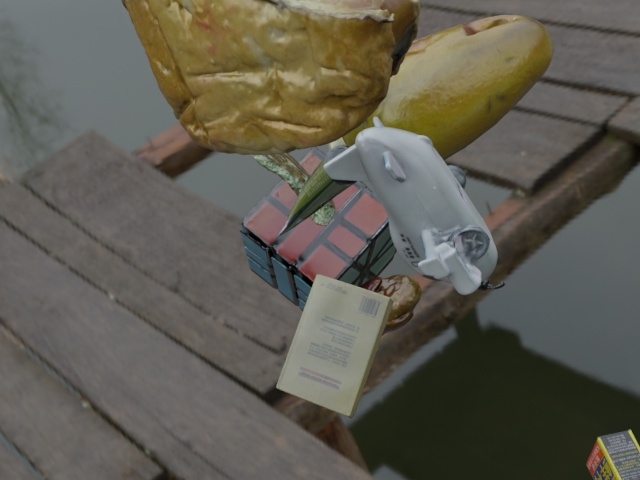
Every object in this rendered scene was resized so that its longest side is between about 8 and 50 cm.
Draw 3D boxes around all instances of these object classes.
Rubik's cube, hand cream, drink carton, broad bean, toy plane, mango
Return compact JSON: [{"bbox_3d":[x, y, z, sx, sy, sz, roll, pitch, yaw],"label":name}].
[{"bbox_3d":[0.000,0.000,2.537,0.283,0.288,0.293,41,73,16],"label":"Rubik's cube"},{"bbox_3d":[-0.002,-0.071,1.467,0.086,0.055,0.235,-59,8,-28],"label":"hand cream"},{"bbox_3d":[0.395,0.326,1.299,0.056,0.071,0.165,-12,50,-10],"label":"drink carton"},{"bbox_3d":[0.124,0.152,2.300,0.228,0.122,0.156,-37,3,40],"label":"broad bean"},{"bbox_3d":[0.127,-0.039,1.290,0.123,0.267,0.267,-34,27,17],"label":"toy plane"},{"bbox_3d":[0.202,-0.236,1.661,0.365,0.182,0.253,-25,18,7],"label":"mango"}]

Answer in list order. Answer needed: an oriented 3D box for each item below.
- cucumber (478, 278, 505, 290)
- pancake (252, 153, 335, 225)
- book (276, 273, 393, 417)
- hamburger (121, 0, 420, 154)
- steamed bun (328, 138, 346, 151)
[{"bbox_3d":[0.180,0.031,1.427,0.163,0.039,0.043,38,107,29],"label":"cucumber"},{"bbox_3d":[-0.098,-0.150,2.040,0.376,0.197,0.054,43,101,34],"label":"pancake"},{"bbox_3d":[0.027,0.193,1.929,0.161,0.026,0.230,18,85,23],"label":"book"},{"bbox_3d":[-0.057,-0.190,1.070,0.330,0.209,0.162,16,37,22],"label":"hamburger"},{"bbox_3d":[0.077,-0.245,2.601,0.091,0.130,0.112,-25,69,27],"label":"steamed bun"}]
